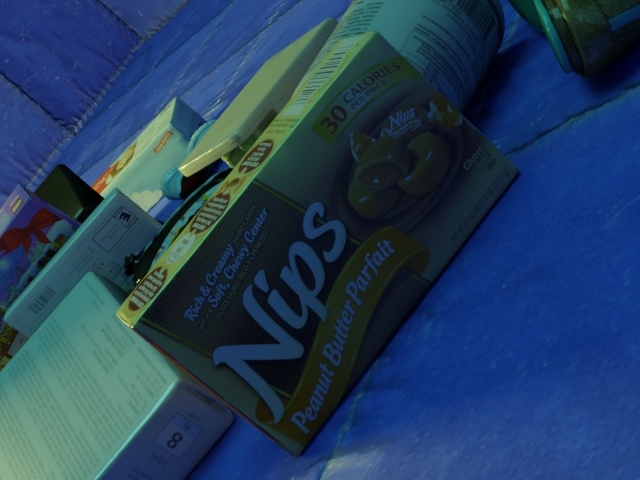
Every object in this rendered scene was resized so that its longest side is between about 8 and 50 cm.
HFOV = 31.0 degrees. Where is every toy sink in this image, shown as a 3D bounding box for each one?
[{"bbox_3d":[-0.039,-0.138,1.438,0.153,0.131,0.234,-24,25,52],"label":"toy sink"}]

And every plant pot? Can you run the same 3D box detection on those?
[{"bbox_3d":[-0.402,0.012,1.909,0.188,0.187,0.167,-50,28,-6],"label":"plant pot"}]

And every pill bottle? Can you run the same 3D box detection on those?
[{"bbox_3d":[0.065,-0.146,1.167,0.160,0.160,0.283,-23,31,53],"label":"pill bottle"}]

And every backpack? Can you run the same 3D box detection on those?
[{"bbox_3d":[-0.114,0.011,1.243,0.173,0.117,0.158,-51,18,-3],"label":"backpack"}]

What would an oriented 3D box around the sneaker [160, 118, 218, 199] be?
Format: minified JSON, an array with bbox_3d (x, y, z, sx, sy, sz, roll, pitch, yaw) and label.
[{"bbox_3d":[-0.192,-0.127,1.907,0.162,0.063,0.073,-56,37,-8],"label":"sneaker"}]

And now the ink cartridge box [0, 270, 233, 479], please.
[{"bbox_3d":[-0.292,0.245,1.211,0.385,0.091,0.308,-51,34,-2],"label":"ink cartridge box"}]

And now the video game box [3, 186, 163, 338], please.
[{"bbox_3d":[-0.240,0.071,1.388,0.205,0.187,0.048,-47,17,3],"label":"video game box"}]

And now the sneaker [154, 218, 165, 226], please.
[{"bbox_3d":[-0.265,0.001,1.775,0.078,0.067,0.188,-58,16,-8],"label":"sneaker"}]

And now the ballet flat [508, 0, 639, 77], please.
[{"bbox_3d":[0.241,-0.252,1.090,0.124,0.116,0.342,-24,23,8],"label":"ballet flat"}]

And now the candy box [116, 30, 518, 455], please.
[{"bbox_3d":[0.000,0.000,0.985,0.316,0.183,0.087,-51,18,-7],"label":"candy box"}]

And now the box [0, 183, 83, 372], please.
[{"bbox_3d":[-0.372,0.104,1.429,0.293,0.201,0.057,-54,35,0],"label":"box"}]

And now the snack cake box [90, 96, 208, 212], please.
[{"bbox_3d":[-0.325,-0.127,2.136,0.264,0.089,0.152,-43,21,17],"label":"snack cake box"}]
